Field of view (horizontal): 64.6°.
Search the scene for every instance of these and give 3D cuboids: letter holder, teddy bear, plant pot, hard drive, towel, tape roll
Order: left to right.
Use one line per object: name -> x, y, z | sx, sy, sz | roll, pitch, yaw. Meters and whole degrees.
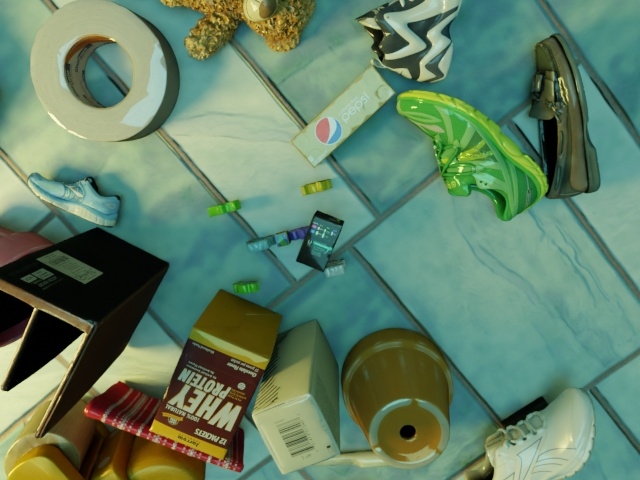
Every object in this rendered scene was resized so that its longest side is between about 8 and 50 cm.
plant pot -> -0.568, 0.052, 0.856 | 0.180, 0.201, 0.201 | 31, 101, 10
letter holder -> -0.395, 0.130, 0.802 | 0.152, 0.302, 0.214 | 28, 102, -5
tape roll -> -0.349, -0.272, 0.832 | 0.220, 0.072, 0.218 | 0, 103, 1
towel -> -0.262, 0.326, 0.902 | 0.275, 0.199, 0.031 | 23, 81, -4
teddy bear -> -0.174, -0.415, 0.779 | 0.338, 0.113, 0.245 | 40, 102, -7
plant pot -> 0.140, 0.283, 0.882 | 0.205, 0.188, 0.204 | 0, 102, 1
hard drive -> 0.428, 0.379, 0.981 | 0.094, 0.022, 0.135 | -36, 99, 9

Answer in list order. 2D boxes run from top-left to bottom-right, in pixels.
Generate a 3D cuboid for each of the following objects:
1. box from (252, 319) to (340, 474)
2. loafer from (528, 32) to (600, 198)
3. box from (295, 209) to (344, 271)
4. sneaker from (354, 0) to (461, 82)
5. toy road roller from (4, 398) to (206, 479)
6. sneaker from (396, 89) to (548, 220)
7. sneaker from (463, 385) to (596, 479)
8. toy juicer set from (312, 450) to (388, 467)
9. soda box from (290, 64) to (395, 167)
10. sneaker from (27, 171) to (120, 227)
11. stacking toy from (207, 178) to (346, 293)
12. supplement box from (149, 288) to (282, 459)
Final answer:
box -> -0.030, 0.240, 0.831 | 0.094, 0.275, 0.113 | -23, 100, 6
loafer -> 0.384, -0.193, 0.827 | 0.084, 0.096, 0.267 | -18, 103, 11
box -> 0.000, 0.000, 0.835 | 0.052, 0.062, 0.083 | 21, 102, 1
sneaker -> 0.133, -0.373, 0.788 | 0.153, 0.094, 0.234 | 2, 112, -8
toy road roller -> -0.359, 0.407, 0.921 | 0.241, 0.202, 0.329 | -34, 105, -4
sneaker -> 0.238, -0.138, 0.830 | 0.296, 0.109, 0.123 | 37, 96, -7
sneaker -> 0.379, 0.383, 0.920 | 0.129, 0.111, 0.297 | 32, 100, 0
toy juicer set -> 0.120, 0.537, 0.988 | 0.210, 0.089, 0.328 | -24, 100, 6
soda box -> 0.037, -0.205, 0.846 | 0.181, 0.058, 0.061 | -41, 98, 10
sneaker -> -0.427, -0.083, 0.890 | 0.162, 0.063, 0.073 | 25, 84, -8
stacking toy -> -0.071, -0.005, 0.898 | 0.222, 0.052, 0.166 | -13, 100, 6
supplement box -> -0.171, 0.220, 0.873 | 0.129, 0.191, 0.194 | 24, 102, -4
